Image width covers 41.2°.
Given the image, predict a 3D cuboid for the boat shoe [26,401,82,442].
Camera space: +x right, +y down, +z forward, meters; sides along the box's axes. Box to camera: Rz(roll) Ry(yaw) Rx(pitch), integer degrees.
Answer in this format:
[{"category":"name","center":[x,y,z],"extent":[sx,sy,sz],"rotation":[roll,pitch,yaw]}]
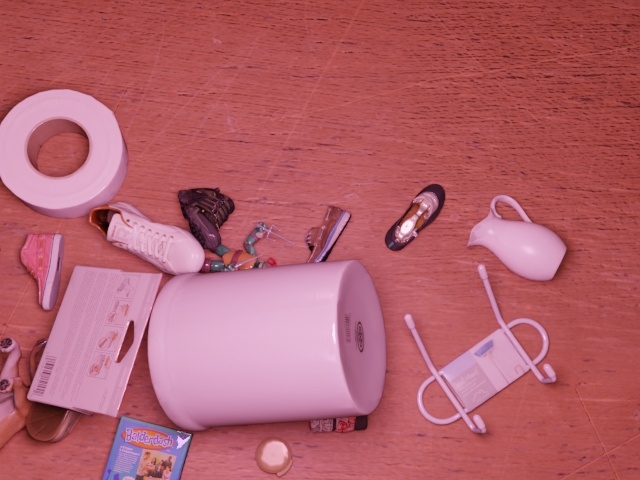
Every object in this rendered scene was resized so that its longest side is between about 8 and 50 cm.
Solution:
[{"category":"boat shoe","center":[-0.523,0.293,1.836],"extent":[0.109,0.098,0.302],"rotation":[21,74,13]}]

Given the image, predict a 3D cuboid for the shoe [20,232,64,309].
[{"category":"shoe","center":[-0.626,0.068,1.897],"extent":[0.081,0.063,0.177],"rotation":[3,72,-2]}]

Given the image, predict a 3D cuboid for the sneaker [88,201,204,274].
[{"category":"sneaker","center":[-0.389,0.002,1.849],"extent":[0.290,0.123,0.105],"rotation":[24,104,27]}]

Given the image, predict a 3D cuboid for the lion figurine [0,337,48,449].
[{"category":"lion figurine","center":[-0.691,0.390,1.766],"extent":[0.142,0.240,0.392],"rotation":[34,61,31]}]

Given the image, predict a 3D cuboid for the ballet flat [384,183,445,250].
[{"category":"ballet flat","center":[0.228,-0.058,1.983],"extent":[0.074,0.074,0.203],"rotation":[41,77,5]}]

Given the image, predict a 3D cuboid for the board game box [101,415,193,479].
[{"category":"board game box","center":[-0.379,0.498,1.823],"extent":[0.160,0.047,0.210],"rotation":[16,77,0]}]

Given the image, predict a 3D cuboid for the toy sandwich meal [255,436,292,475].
[{"category":"toy sandwich meal","center":[-0.100,0.471,1.861],"extent":[0.086,0.029,0.085],"rotation":[0,75,0]}]

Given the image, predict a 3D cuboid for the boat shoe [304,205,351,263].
[{"category":"boat shoe","center":[0.000,0.000,1.961],"extent":[0.066,0.066,0.183],"rotation":[29,67,7]}]

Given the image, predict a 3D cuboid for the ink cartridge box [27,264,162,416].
[{"category":"ink cartridge box","center":[-0.440,0.203,1.721],"extent":[0.261,0.066,0.296],"rotation":[4,69,33]}]

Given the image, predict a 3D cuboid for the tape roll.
[{"category":"tape roll","center":[-0.586,-0.197,1.939],"extent":[0.286,0.100,0.286],"rotation":[1,77,-3]}]

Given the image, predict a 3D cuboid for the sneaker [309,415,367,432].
[{"category":"sneaker","center":[0.021,0.290,1.850],"extent":[0.145,0.090,0.269],"rotation":[-5,99,-3]}]

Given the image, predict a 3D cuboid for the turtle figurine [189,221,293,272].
[{"category":"turtle figurine","center":[-0.187,0.041,1.900],"extent":[0.234,0.118,0.175],"rotation":[9,36,11]}]

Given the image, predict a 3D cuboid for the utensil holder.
[{"category":"utensil holder","center":[-0.093,0.208,1.704],"extent":[0.386,0.328,0.327],"rotation":[-7,77,20]}]

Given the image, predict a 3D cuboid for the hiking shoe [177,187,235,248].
[{"category":"hiking shoe","center":[-0.243,-0.064,1.891],"extent":[0.114,0.086,0.227],"rotation":[-20,37,-12]}]

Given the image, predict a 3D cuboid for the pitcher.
[{"category":"pitcher","center":[0.467,-0.010,1.974],"extent":[0.207,0.125,0.177],"rotation":[27,61,13]}]

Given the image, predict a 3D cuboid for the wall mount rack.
[{"category":"wall mount rack","center":[0.348,0.243,1.893],"extent":[0.350,0.130,0.304],"rotation":[-33,82,-11]}]
